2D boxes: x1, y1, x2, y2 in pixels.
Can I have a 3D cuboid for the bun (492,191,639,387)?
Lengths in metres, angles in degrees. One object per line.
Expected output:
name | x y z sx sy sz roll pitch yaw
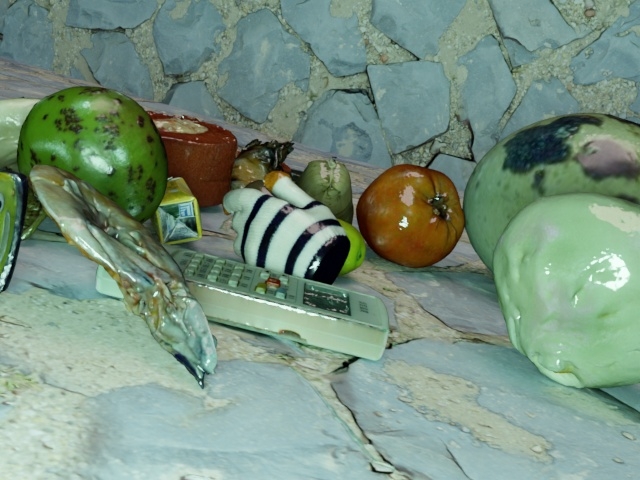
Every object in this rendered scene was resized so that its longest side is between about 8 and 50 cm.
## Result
bun | 0.329 0.083 1.056 0.283 0.283 0.179 19 51 23

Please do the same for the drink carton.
drink carton | -0.232 -0.052 1.333 0.074 0.084 0.200 -12 19 -12

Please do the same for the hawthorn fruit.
hawthorn fruit | 0.146 -0.035 1.560 0.196 0.197 0.225 7 -15 -34

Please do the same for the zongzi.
zongzi | -0.039 -0.078 1.551 0.197 0.099 0.194 9 -30 7

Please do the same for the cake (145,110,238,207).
cake | -0.291 -0.146 1.563 0.283 0.151 0.177 11 24 -16

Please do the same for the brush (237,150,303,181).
brush | -0.172 -0.169 1.943 0.323 0.051 0.070 13 18 -24

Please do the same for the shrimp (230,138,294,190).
shrimp | -0.071 -0.128 1.803 0.233 0.071 0.365 21 26 2

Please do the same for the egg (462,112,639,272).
egg | 0.441 -0.050 1.505 0.345 0.345 0.428 7 6 -33

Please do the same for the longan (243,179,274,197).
longan | -0.092 -0.052 1.489 0.113 0.092 0.113 58 3 -5

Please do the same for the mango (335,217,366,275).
mango | 0.006 0.001 1.346 0.117 0.089 0.163 10 11 -22

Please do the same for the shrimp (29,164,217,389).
shrimp | -0.198 0.019 0.846 0.317 0.062 0.164 45 7 36

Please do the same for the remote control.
remote control | -0.089 0.063 1.024 0.344 0.050 0.145 14 11 -3

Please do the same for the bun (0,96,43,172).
bun | -0.440 -0.135 1.300 0.237 0.116 0.210 1 -14 -33

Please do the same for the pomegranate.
pomegranate | -0.319 -0.091 1.147 0.211 0.211 0.263 19 39 23

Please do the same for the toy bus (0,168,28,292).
toy bus | -0.443 -0.030 0.802 0.287 0.138 0.175 15 10 2

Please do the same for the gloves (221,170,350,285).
gloves | -0.068 -0.009 1.191 0.218 0.140 0.131 29 25 26
